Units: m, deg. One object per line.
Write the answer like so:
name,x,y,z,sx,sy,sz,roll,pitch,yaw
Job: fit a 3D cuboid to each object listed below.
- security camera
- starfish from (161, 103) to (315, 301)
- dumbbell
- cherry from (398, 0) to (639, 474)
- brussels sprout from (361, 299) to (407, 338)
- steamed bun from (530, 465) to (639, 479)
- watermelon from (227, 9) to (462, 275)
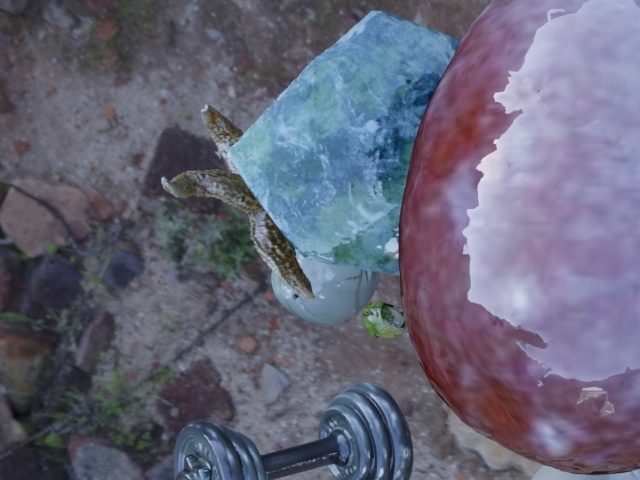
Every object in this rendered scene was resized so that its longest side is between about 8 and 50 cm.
security camera,0.000,0.000,1.666,0.197,0.191,0.277,-12,83,35
starfish,-0.040,-0.041,1.052,0.062,0.277,0.235,-48,64,36
dumbbell,-0.038,0.319,1.497,0.179,0.406,0.179,18,112,55
cherry,0.214,-0.010,0.677,0.291,0.326,0.335,-32,45,60
brussels sprout,0.090,0.088,1.219,0.083,0.046,0.051,-19,68,-23
steamed bun,0.314,0.287,1.114,0.228,0.130,0.177,-39,55,-11
watermelon,0.088,-0.090,1.023,0.258,0.387,0.228,36,112,64
